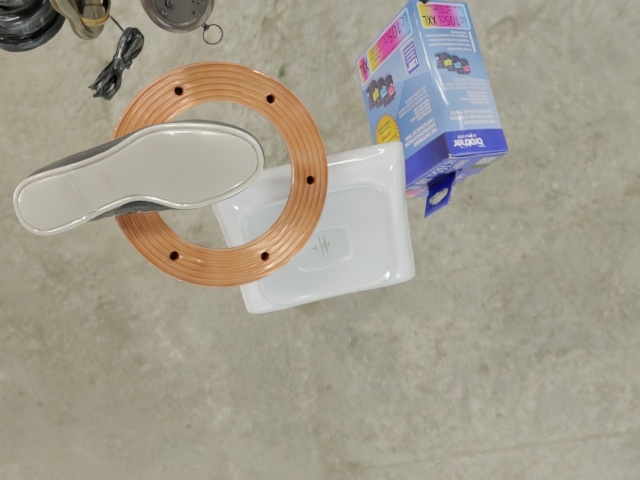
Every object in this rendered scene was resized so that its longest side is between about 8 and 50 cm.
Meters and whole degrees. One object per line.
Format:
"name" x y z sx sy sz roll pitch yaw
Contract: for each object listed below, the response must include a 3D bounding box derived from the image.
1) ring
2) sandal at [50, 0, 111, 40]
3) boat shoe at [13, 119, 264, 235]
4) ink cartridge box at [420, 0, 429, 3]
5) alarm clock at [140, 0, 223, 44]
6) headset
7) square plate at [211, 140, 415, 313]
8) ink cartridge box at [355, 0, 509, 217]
"ring" -0.149 -0.097 1.098 0.337 0.032 0.336 -2 97 -21
"sandal" -0.265 -0.275 0.829 0.049 0.180 0.072 -8 91 -4
"boat shoe" -0.225 -0.087 0.929 0.335 0.095 0.112 -12 107 13
"ink cartridge box" 0.092 -0.491 1.099 0.304 0.307 0.072 36 95 -9
"alarm clock" -0.240 -0.422 1.303 0.129 0.064 0.192 -42 128 4
"headset" -0.449 -0.350 1.053 0.394 0.185 0.243 23 159 -9
"square plate" 0.000 0.000 1.339 0.344 0.049 0.347 -13 133 -1
"ink cartridge box" 0.226 -0.253 1.512 0.151 0.270 0.395 -9 78 -25
